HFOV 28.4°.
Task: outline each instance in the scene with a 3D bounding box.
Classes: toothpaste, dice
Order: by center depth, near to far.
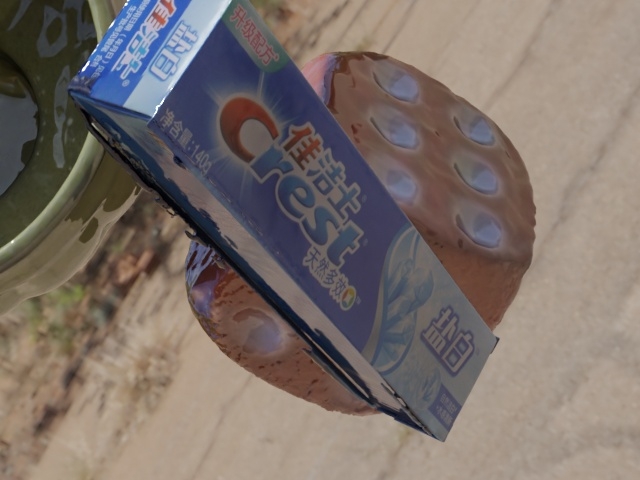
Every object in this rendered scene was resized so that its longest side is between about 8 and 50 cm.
[{"bbox_3d":[0.000,0.000,0.532,0.053,0.272,0.066,20,71,38],"label":"toothpaste"},{"bbox_3d":[0.024,-0.007,0.830,0.179,0.174,0.175,-49,20,40],"label":"dice"}]

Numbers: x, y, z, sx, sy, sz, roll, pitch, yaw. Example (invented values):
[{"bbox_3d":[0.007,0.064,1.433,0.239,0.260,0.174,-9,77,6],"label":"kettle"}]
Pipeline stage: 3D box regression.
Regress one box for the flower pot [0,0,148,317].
[{"bbox_3d":[-0.251,-0.086,0.828,0.307,0.307,0.244,-60,-2,-7],"label":"flower pot"}]
